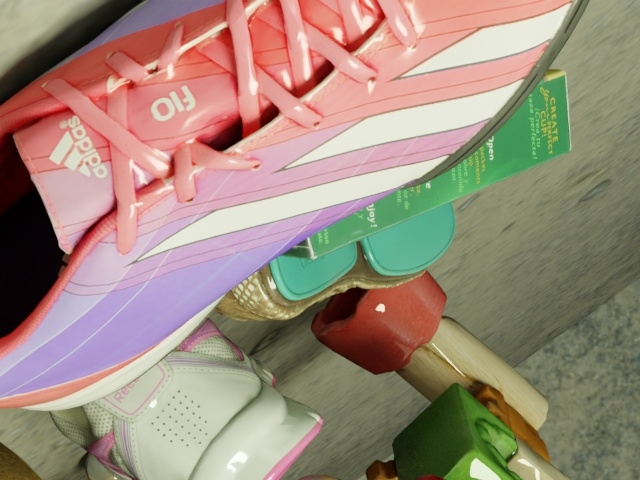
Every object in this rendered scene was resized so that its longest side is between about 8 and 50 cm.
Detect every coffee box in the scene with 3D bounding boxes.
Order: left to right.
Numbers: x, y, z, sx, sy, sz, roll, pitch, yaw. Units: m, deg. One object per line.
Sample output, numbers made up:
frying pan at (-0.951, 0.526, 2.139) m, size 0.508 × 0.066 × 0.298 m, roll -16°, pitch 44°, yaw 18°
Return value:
coffee box at (0.011, -0.038, 0.785) m, size 0.113 × 0.040 × 0.184 m, roll 6°, pitch -161°, yaw 41°

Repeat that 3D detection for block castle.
block castle at (-0.013, 0.193, 1.072) m, size 0.303 × 0.213 × 0.453 m, roll -47°, pitch -167°, yaw 12°

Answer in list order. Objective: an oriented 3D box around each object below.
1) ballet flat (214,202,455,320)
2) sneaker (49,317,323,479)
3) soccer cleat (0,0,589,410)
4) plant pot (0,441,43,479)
ballet flat at (0.000, 0.000, 1.017) m, size 0.067 × 0.073 × 0.206 m, roll -11°, pitch 180°, yaw 33°
sneaker at (-0.085, 0.072, 0.951) m, size 0.103 × 0.111 × 0.252 m, roll -50°, pitch -167°, yaw -12°
soccer cleat at (-0.035, -0.043, 0.627) m, size 0.318 × 0.108 × 0.116 m, roll -38°, pitch 164°, yaw 22°
plant pot at (-0.247, 0.184, 0.696) m, size 0.237 × 0.237 × 0.254 m, roll -42°, pitch 151°, yaw 27°
